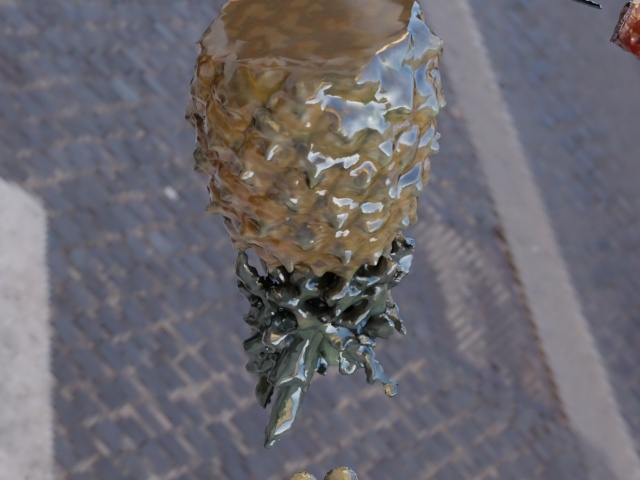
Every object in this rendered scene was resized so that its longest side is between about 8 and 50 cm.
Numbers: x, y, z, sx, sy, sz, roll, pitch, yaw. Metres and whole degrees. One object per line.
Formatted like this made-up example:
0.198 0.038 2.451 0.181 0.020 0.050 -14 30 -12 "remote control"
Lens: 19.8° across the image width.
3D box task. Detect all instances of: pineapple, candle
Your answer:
0.000 0.000 1.176 0.169 0.340 0.169 -1 38 0 "pineapple"
0.293 -0.129 1.378 0.162 0.048 0.053 27 53 2 "candle"

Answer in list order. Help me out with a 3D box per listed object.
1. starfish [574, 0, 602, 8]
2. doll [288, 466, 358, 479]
0.104 -0.265 1.291 0.303 0.113 0.312 49 -3 -29 "starfish"
0.007 0.164 0.918 0.051 0.061 0.093 -79 164 -81 "doll"
